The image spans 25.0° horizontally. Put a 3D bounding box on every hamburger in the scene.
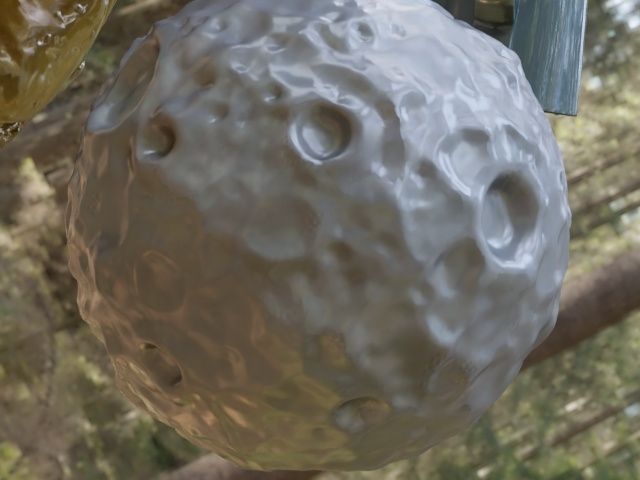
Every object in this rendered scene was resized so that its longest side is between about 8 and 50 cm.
[{"bbox_3d":[-0.357,-0.233,1.376,0.319,0.318,0.158,62,-26,11],"label":"hamburger"}]

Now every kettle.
[{"bbox_3d":[0.154,-0.234,1.218,0.210,0.159,0.243,-22,121,-74],"label":"kettle"}]

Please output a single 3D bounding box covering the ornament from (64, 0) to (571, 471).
[{"bbox_3d":[0.000,0.000,0.955,0.337,0.337,0.337,56,-18,29],"label":"ornament"}]
